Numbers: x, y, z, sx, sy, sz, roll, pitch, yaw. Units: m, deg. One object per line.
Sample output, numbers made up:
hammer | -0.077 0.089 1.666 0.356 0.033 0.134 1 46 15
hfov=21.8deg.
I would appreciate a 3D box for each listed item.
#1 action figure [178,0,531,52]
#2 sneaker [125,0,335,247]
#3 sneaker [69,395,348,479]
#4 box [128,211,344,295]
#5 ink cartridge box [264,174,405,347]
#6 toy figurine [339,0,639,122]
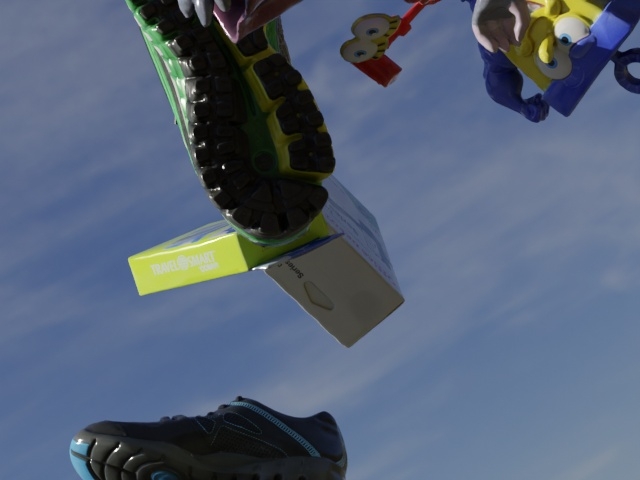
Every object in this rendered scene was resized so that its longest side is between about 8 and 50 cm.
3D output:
action figure | 0.056 -0.261 1.012 0.370 0.275 0.248 -23 -11 -33
sneaker | -0.087 -0.152 1.339 0.134 0.343 0.146 -12 -12 -9
sneaker | -0.135 0.264 2.040 0.341 0.139 0.125 9 -46 -4
box | -0.078 0.005 1.499 0.178 0.042 0.109 -13 9 45
ink cartridge box | 0.000 0.000 1.801 0.087 0.153 0.208 -40 25 12
toy figurine | 0.198 -0.214 1.281 0.191 0.217 0.362 -43 -10 -46
